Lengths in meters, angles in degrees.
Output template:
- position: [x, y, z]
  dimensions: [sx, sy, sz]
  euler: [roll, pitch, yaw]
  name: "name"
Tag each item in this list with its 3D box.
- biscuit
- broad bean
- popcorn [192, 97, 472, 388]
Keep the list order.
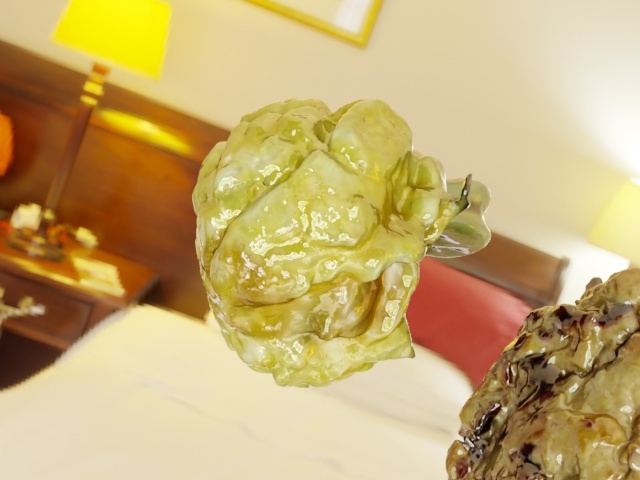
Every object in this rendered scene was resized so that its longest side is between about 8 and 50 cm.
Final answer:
- position: [0.235, 0.164, 1.084]
  dimensions: [0.081, 0.334, 0.289]
  euler: [34, 7, -29]
  name: "biscuit"
- position: [0.076, -0.025, 1.234]
  dimensions: [0.206, 0.072, 0.153]
  euler: [-1, -17, 5]
  name: "broad bean"
- position: [0.008, -0.001, 0.972]
  dimensions: [0.225, 0.249, 0.249]
  euler: [2, 9, -1]
  name: "popcorn"
